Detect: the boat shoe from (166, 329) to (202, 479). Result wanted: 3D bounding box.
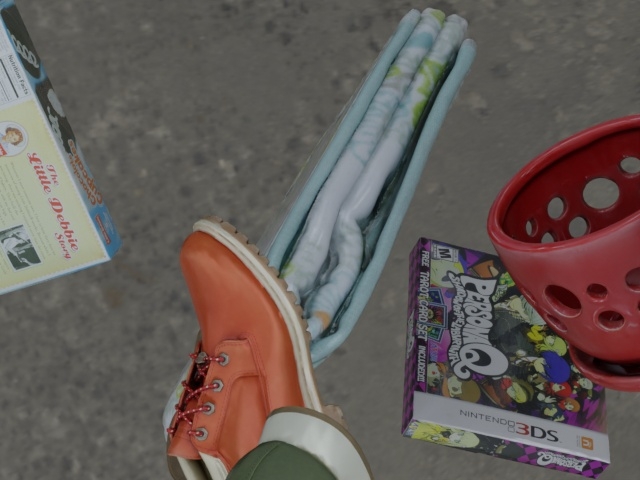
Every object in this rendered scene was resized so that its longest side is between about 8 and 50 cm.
[{"bbox_3d":[-0.074,0.116,0.951,0.050,0.045,0.135,24,108,18],"label":"boat shoe"}]

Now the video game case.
[{"bbox_3d":[0.191,0.117,1.359,0.210,0.232,0.042,14,140,-9],"label":"video game case"}]

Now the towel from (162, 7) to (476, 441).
[{"bbox_3d":[0.000,0.000,1.177,0.090,0.374,0.320,31,150,-3],"label":"towel"}]

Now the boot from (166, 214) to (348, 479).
[{"bbox_3d":[-0.046,0.068,0.654,0.059,0.085,0.158,-18,95,64],"label":"boot"}]

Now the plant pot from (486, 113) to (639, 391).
[{"bbox_3d":[0.255,0.015,1.080,0.191,0.191,0.174,-14,120,32],"label":"plant pot"}]

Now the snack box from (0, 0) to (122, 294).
[{"bbox_3d":[-0.382,-0.100,1.535,0.187,0.060,0.322,-16,109,14],"label":"snack box"}]

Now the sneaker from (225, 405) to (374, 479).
[{"bbox_3d":[0.009,0.169,0.545,0.064,0.086,0.192,-13,115,39],"label":"sneaker"}]
